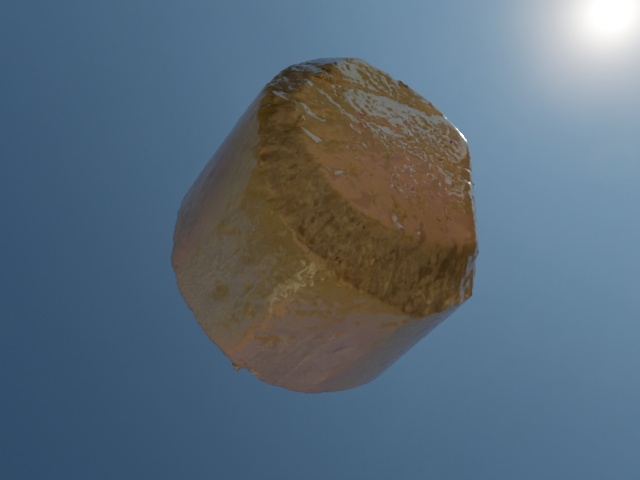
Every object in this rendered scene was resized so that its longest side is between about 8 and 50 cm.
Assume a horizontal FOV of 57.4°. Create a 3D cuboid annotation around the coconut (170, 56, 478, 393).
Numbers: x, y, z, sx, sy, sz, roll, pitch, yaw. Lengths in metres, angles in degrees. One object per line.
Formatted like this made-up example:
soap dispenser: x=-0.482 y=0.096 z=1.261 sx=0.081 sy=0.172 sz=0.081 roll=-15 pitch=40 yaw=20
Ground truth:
coconut: x=0.000 y=0.000 z=0.494 sx=0.239 sy=0.244 sz=0.239 roll=19 pitch=-133 yaw=-21
